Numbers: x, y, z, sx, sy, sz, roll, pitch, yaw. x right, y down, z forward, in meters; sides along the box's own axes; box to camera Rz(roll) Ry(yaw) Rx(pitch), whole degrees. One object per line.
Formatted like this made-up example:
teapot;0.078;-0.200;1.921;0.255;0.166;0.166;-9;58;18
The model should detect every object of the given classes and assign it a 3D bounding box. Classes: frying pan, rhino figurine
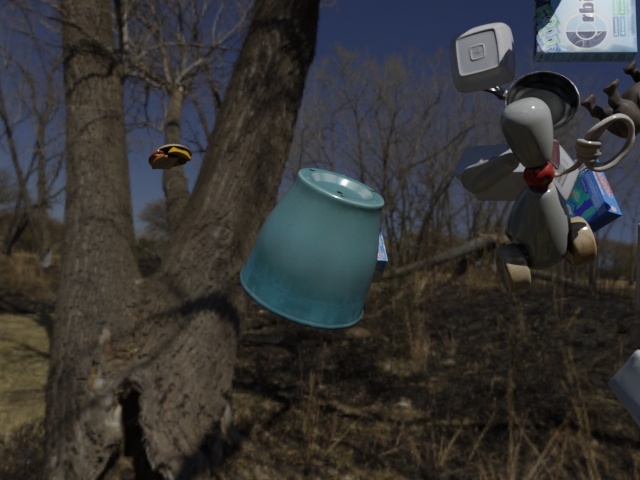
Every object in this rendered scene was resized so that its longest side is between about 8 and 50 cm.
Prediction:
frying pan;0.555;-0.382;1.658;0.326;0.197;0.053;-2;-20;13
rhino figurine;0.581;-0.272;1.023;0.243;0.106;0.073;-38;3;-5

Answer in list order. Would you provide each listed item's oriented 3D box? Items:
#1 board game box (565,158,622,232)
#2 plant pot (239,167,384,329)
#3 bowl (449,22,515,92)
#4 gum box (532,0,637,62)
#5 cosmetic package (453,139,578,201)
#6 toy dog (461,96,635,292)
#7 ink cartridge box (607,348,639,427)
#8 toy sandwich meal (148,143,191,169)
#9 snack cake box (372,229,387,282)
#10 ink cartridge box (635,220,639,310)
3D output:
board game box;0.544;-0.071;1.309;0.047;0.160;0.210;11;-34;-27
plant pot;0.000;0.000;1.195;0.272;0.255;0.271;17;20;-7
bowl;0.353;-0.410;1.303;0.142;0.142;0.053;-7;-6;29
gum box;0.518;-0.430;1.160;0.184;0.156;0.041;3;-13;10
cosmetic package;0.419;-0.148;1.277;0.117;0.085;0.231;37;-16;-33
toy dog;0.348;-0.082;0.975;0.220;0.333;0.161;-1;29;-9
ink cartridge box;0.448;0.213;0.536;0.275;0.060;0.239;9;33;-18
toy sandwich meal;-0.296;-0.161;1.166;0.086;0.029;0.085;-12;-22;-5
snack cake box;0.076;-0.012;1.557;0.152;0.264;0.089;3;-47;-9
ink cartridge box;0.820;0.062;1.334;0.181;0.224;0.056;6;27;36
